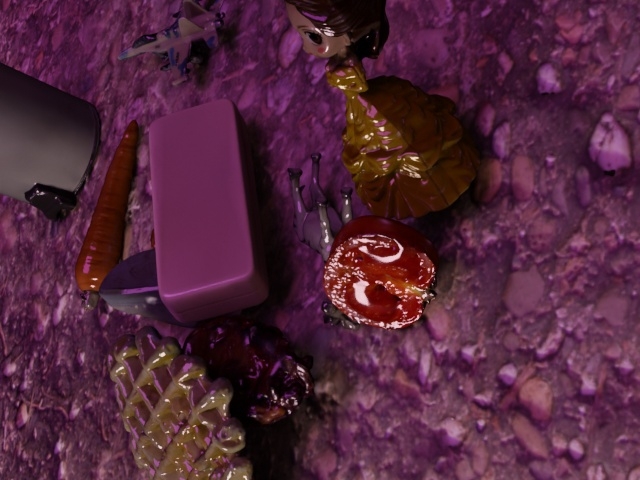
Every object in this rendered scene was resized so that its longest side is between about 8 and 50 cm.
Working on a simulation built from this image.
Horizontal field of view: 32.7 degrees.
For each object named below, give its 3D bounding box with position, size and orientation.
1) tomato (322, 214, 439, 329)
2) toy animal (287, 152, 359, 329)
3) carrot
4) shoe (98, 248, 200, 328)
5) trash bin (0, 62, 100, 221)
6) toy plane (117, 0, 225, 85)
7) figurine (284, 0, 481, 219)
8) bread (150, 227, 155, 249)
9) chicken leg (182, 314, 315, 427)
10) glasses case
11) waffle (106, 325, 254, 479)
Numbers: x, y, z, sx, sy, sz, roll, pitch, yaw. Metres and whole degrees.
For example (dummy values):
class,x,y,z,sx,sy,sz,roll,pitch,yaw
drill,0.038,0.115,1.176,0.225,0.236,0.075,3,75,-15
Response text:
class,x,y,z,sx,sy,sz,roll,pitch,yaw
tomato,0.079,0.024,1.325,0.159,0.139,0.091,99,-174,-46
toy animal,0.006,0.000,1.435,0.217,0.073,0.176,-123,29,-55
carrot,-0.350,-0.046,1.803,0.069,0.069,0.336,-6,68,42
shoe,-0.201,0.075,1.599,0.251,0.100,0.103,-4,42,23
trash bin,-0.556,-0.194,1.907,0.217,0.262,0.277,-34,54,30
toy plane,-0.243,-0.330,1.799,0.262,0.088,0.192,-16,59,50
figurine,0.047,-0.193,1.275,0.168,0.315,0.187,-22,36,18
bread,-0.207,-0.038,1.675,0.157,0.044,0.052,-46,44,21
chicken leg,-0.139,0.187,1.492,0.407,0.096,0.158,-14,55,47
glasses case,-0.163,-0.049,1.557,0.144,0.076,0.336,-14,53,8
waffle,-0.183,0.262,1.429,0.292,0.056,0.309,17,125,46
